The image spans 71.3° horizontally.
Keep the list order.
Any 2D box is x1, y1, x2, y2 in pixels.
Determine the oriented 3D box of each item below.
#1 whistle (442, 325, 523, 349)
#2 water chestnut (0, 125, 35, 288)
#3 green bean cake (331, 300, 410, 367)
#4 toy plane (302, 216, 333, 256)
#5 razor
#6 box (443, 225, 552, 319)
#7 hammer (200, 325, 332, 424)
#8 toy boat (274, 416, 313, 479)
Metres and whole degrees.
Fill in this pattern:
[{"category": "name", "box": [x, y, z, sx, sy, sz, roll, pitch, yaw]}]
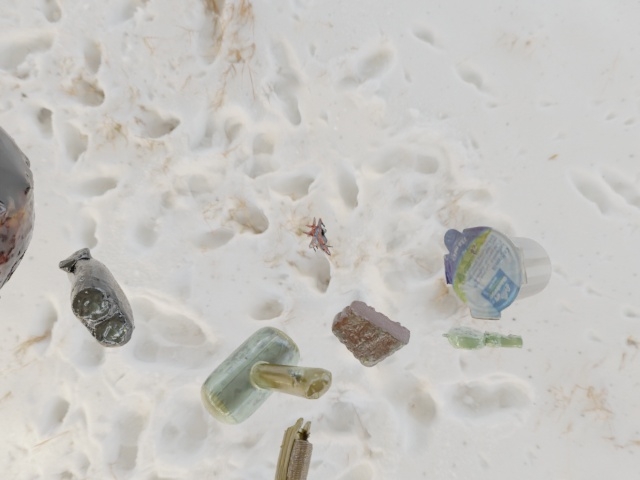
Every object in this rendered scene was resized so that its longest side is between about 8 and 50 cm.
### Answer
[{"category": "whistle", "box": [0.539, 0.333, 1.493, 0.258, 0.126, 0.067, 2, 98, 8]}, {"category": "water chestnut", "box": [-0.390, -0.065, 0.332, 0.350, 0.350, 0.302, 43, 101, 6]}, {"category": "green bean cake", "box": [0.170, 0.319, 1.584, 0.233, 0.097, 0.198, 45, 109, -8]}, {"category": "toy plane", "box": [0.003, 0.000, 1.579, 0.189, 0.061, 0.130, 49, 126, 41]}, {"category": "razor", "box": [-0.570, 0.137, 1.144, 0.107, 0.327, 0.189, -33, 122, -22]}, {"category": "box", "box": [0.521, 0.073, 1.314, 0.206, 0.262, 0.291, -1, 36, -32]}, {"category": "hammer", "box": [-0.079, 0.237, 0.766, 0.202, 0.305, 0.113, -44, 104, -31]}, {"category": "toy boat", "box": [-0.089, 0.773, 1.535, 0.115, 0.089, 0.310, -16, 45, 34]}]
